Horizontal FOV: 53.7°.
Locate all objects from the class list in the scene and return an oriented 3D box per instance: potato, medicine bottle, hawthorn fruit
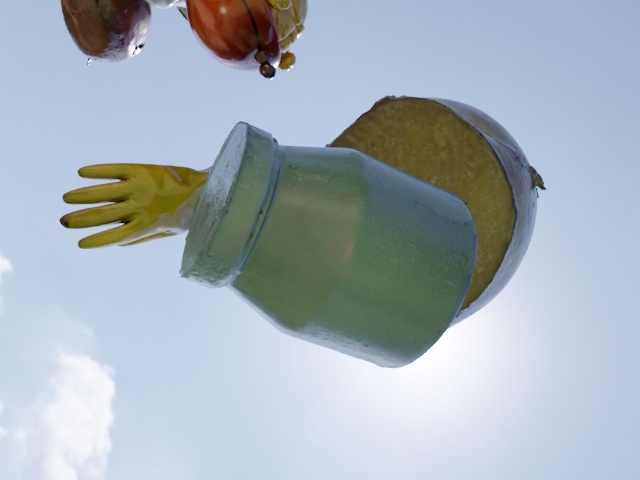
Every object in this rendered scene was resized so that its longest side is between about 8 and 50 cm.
[{"bbox_3d":[0.202,-0.036,1.183,0.385,0.319,0.442,49,-62,23],"label":"potato"},{"bbox_3d":[0.000,0.000,0.764,0.245,0.290,0.245,-52,-156,36],"label":"medicine bottle"},{"bbox_3d":[-0.441,-0.445,1.288,0.235,0.181,0.181,-46,-116,49],"label":"hawthorn fruit"}]

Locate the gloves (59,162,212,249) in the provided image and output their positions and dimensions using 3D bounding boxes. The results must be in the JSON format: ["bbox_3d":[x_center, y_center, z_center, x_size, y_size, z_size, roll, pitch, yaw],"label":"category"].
[{"bbox_3d":[-0.286,-0.068,1.066,0.116,0.295,0.133,-17,-94,62],"label":"gloves"}]

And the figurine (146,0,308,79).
[{"bbox_3d":[-0.157,-0.414,1.082,0.323,0.320,0.196,35,-106,14],"label":"figurine"}]

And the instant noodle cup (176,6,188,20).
[{"bbox_3d":[-0.214,-0.591,1.470,0.207,0.232,0.207,13,-57,20],"label":"instant noodle cup"}]
